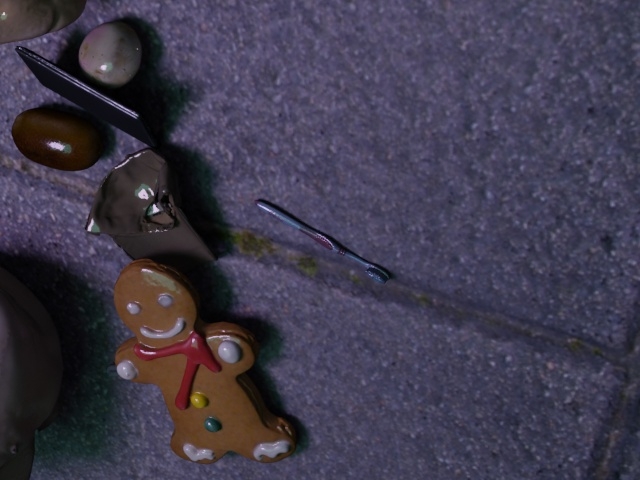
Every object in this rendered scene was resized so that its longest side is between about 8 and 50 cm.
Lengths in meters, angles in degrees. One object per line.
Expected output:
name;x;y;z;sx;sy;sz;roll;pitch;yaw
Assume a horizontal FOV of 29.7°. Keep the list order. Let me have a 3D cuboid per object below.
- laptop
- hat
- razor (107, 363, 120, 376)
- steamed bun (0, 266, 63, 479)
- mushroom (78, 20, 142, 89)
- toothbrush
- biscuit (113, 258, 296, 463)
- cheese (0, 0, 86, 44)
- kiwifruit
laptop;-0.281;-0.173;1.473;0.180;0.016;0.129;29;169;8
hat;-0.205;-0.029;1.543;0.147;0.085;0.175;-19;131;28
razor;-0.217;0.174;1.674;0.211;0.036;0.084;-11;110;30
steamed bun;-0.506;0.204;1.704;0.343;0.255;0.367;21;99;27
mushroom;-0.248;-0.221;1.445;0.084;0.067;0.083;-9;76;37
toothbrush;0.000;0.000;1.478;0.193;0.019;0.013;31;127;10
biscuit;-0.176;0.173;1.600;0.216;0.047;0.339;-8;121;22
cheese;-0.385;-0.312;1.379;0.235;0.218;0.117;10;130;-5
kiwifruit;-0.336;-0.128;1.541;0.125;0.075;0.075;16;123;13
